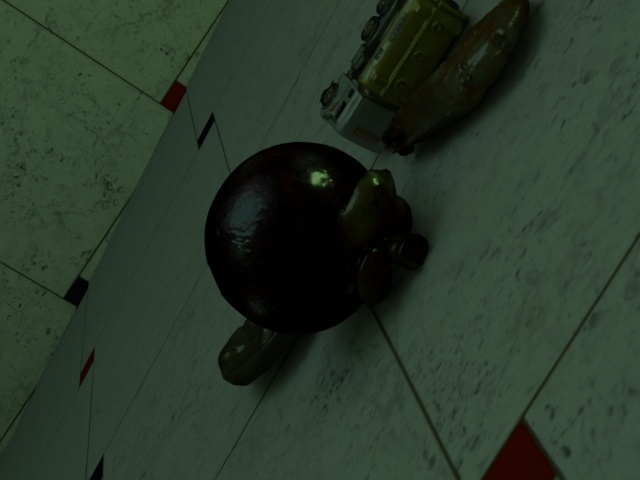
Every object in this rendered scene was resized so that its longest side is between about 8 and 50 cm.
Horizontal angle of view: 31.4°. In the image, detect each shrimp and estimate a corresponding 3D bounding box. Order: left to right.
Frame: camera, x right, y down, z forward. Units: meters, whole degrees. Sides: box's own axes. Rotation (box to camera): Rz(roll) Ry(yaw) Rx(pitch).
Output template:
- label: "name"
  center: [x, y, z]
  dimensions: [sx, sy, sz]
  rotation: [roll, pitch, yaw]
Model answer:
- label: "shrimp"
  center: [0.151, -0.185, 1.324]
  dimensions: [0.294, 0.062, 0.154]
  rotation: [-39, 18, 49]

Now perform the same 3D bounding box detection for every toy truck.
- label: "toy truck"
  center: [0.093, -0.224, 1.471]
  dimensions: [0.227, 0.098, 0.114]
  rotation: [-57, 24, 18]

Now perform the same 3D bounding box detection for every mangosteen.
- label: "mangosteen"
  center: [0.000, 0.000, 1.291]
  dimensions: [0.265, 0.228, 0.228]
  rotation: [4, 63, 27]

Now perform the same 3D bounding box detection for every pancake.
- label: "pancake"
  center: [-0.056, 0.098, 1.546]
  dimensions: [0.242, 0.050, 0.242]
  rotation: [-50, 16, 19]
